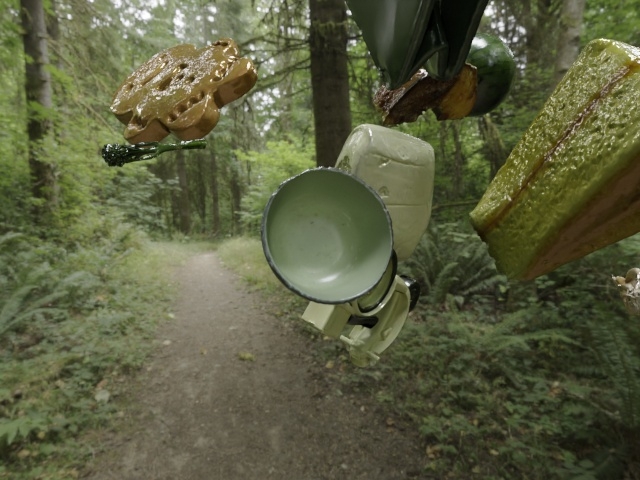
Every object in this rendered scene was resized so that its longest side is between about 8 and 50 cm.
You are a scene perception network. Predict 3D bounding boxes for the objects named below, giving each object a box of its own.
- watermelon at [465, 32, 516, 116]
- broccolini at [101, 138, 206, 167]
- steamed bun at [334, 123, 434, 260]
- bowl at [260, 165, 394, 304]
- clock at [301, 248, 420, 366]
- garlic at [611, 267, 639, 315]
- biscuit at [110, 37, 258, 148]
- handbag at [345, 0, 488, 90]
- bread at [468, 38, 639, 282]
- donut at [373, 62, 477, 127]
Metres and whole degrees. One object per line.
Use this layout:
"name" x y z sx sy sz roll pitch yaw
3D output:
"watermelon" 0.473 -0.506 1.250 0.242 0.242 0.242 -2 3 0
"broccolini" -0.226 -0.126 0.559 0.140 0.030 0.035 -21 31 -38
"steamed bun" 0.215 -0.173 1.506 0.371 0.456 0.290 11 7 -22
"bowl" 0.000 0.000 0.651 0.211 0.211 0.112 -3 -9 -19
"clock" 0.119 0.157 0.981 0.120 0.276 0.379 23 -14 40
"garlic" 0.747 0.121 0.958 0.074 0.113 0.094 -2 -7 20
"biscuit" -0.274 -0.289 0.760 0.355 0.275 0.052 31 -16 38
"handbag" 0.079 -0.303 0.345 0.079 0.248 0.260 -11 -25 -10
"bread" 0.447 -0.092 0.658 0.244 0.362 0.233 13 42 -16
"donut" 0.251 -0.363 0.940 0.295 0.151 0.112 -18 56 -32
